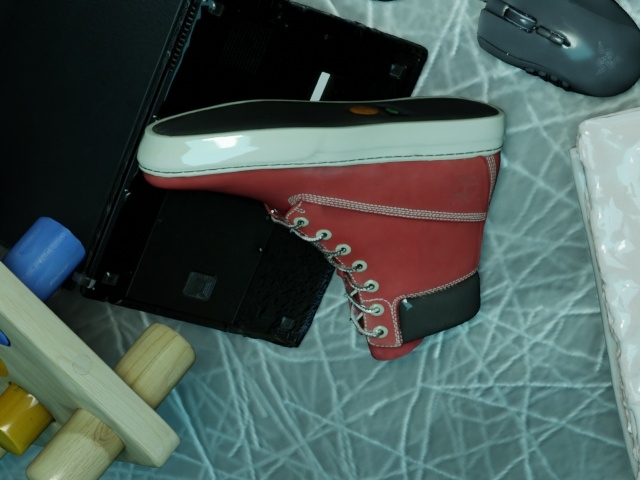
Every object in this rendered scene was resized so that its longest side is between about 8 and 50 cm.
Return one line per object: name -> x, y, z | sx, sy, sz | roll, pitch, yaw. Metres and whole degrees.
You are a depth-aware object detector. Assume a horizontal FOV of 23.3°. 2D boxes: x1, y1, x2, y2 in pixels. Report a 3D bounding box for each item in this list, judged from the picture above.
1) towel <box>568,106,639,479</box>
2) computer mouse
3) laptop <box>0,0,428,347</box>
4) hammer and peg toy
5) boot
towel -> 0.337, 0.047, 0.994 | 0.317, 0.053, 0.331 | -12, 100, -2
computer mouse -> 0.099, -0.159, 1.002 | 0.242, 0.041, 0.071 | 24, 107, 0
laptop -> -0.104, -0.082, 1.061 | 0.264, 0.136, 0.234 | 15, 109, -25
hammer and peg toy -> -0.257, 0.009, 0.948 | 0.361, 0.266, 0.127 | 48, 67, -19
boot -> 0.000, 0.000, 0.999 | 0.244, 0.088, 0.176 | -2, 110, -22
